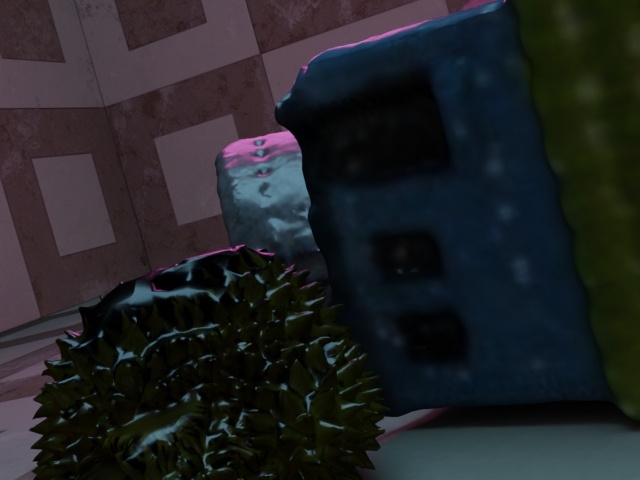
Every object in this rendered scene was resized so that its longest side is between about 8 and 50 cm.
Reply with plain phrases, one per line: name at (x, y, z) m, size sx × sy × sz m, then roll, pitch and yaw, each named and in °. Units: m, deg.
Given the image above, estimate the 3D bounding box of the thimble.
thimble at (0.000, 0.000, 0.834) m, size 0.157 × 0.217 × 0.245 m, roll -16°, pitch 17°, yaw 1°

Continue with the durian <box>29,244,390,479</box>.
durian at (-0.066, 0.080, 0.432) m, size 0.194 × 0.137 × 0.237 m, roll -16°, pitch 4°, yaw -12°

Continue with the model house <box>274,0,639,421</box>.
model house at (0.169, -0.034, 0.494) m, size 0.303 × 0.237 × 0.215 m, roll -10°, pitch 7°, yaw 41°
